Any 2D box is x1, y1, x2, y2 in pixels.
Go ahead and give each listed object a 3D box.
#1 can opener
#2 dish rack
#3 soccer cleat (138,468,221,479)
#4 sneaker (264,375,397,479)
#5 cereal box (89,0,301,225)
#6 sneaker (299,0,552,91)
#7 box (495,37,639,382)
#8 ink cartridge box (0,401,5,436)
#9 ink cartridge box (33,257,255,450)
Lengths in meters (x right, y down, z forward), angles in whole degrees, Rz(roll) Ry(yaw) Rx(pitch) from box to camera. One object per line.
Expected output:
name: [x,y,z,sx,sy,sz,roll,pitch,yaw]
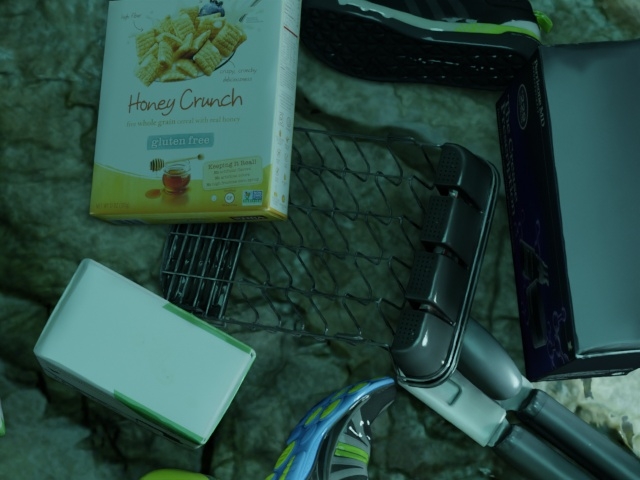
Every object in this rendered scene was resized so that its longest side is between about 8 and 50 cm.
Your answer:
can opener: [0.186,0.165,1.510,0.280,0.093,0.074,38,76,-4]
dish rack: [0.000,0.000,1.495,0.271,0.074,0.208,8,72,24]
soccer cleat: [-0.035,0.285,1.434,0.289,0.121,0.093,41,77,1]
sneaker: [0.011,0.188,1.476,0.078,0.067,0.188,46,52,-15]
cereal box: [-0.106,-0.135,1.506,0.173,0.047,0.240,-2,78,23]
sneaker: [0.091,-0.197,1.583,0.235,0.084,0.097,12,54,-7]
box: [0.227,-0.020,1.499,0.103,0.184,0.261,-4,79,-9]
ink cartridge box: [-0.394,0.120,1.376,0.273,0.198,0.115,-10,82,-10]
ink cartridge box: [-0.143,0.098,1.412,0.153,0.208,0.087,28,80,-1]
